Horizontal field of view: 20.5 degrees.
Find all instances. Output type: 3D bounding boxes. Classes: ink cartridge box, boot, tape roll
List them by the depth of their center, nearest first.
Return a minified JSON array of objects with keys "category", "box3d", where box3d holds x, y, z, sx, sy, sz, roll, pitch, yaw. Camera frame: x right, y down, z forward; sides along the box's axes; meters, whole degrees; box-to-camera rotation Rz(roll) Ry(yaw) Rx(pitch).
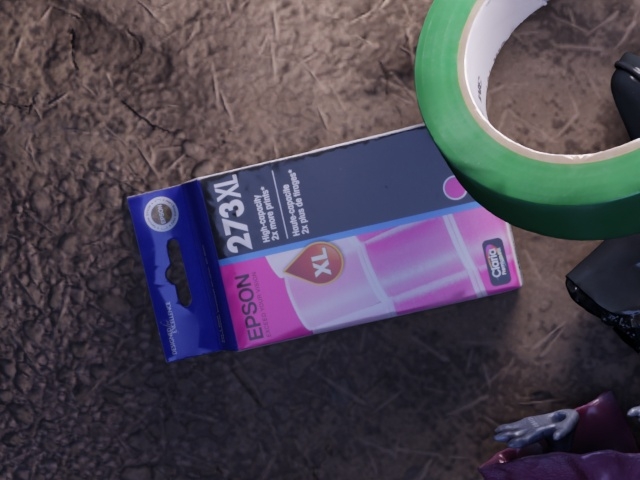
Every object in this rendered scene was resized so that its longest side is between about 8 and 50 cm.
[{"category":"tape roll","box3d":[0.247,-0.159,1.603,0.321,0.077,0.321,-9,63,18]},{"category":"boot","box3d":[0.305,-0.025,1.670,0.207,0.094,0.246,-43,94,3]},{"category":"ink cartridge box","box3d":[0.000,0.000,1.729,0.371,0.069,0.176,-13,91,10]}]

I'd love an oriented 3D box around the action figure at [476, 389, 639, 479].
[{"category":"action figure","box3d":[0.292,0.323,1.683,0.275,0.248,0.370,-27,106,-34]}]
